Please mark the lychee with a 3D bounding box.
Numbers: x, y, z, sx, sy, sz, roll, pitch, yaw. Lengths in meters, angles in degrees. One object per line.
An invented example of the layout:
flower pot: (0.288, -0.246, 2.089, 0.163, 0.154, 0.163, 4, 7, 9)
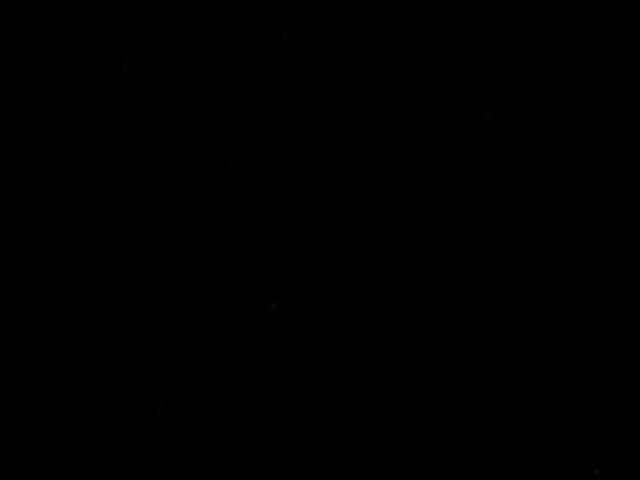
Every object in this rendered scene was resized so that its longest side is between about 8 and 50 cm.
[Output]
lychee: (0.023, -0.060, 0.140, 0.380, 0.380, 0.432, -50, 176, -25)
